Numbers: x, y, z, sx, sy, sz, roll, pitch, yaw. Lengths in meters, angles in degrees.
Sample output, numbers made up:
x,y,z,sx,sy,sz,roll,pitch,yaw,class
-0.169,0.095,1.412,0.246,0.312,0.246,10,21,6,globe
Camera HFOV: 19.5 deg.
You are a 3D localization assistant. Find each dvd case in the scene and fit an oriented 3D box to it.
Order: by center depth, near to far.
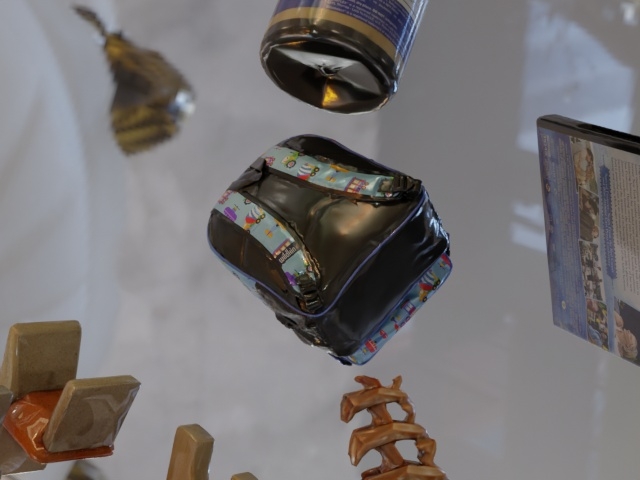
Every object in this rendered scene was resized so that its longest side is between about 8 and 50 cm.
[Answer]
x,y,z,sx,sy,sz,roll,pitch,yaw,class
0.235,0.006,1.415,0.022,0.253,0.180,-11,-76,-18,dvd case

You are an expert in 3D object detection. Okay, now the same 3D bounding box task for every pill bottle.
x,y,z,sx,sy,sz,roll,pitch,yaw,class
0.037,-0.227,1.593,0.123,0.123,0.219,47,-127,-44,pill bottle

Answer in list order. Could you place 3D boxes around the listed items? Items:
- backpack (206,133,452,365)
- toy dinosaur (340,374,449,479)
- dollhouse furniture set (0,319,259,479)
x,y,z,sx,sy,sz,roll,pitch,yaw,class
0.000,0.000,1.535,0.158,0.173,0.117,-49,-41,-13,backpack
0.007,0.215,0.567,0.164,0.218,0.322,95,176,-66,toy dinosaur
-0.149,0.165,0.829,0.259,0.262,0.135,-3,-60,-41,dollhouse furniture set
